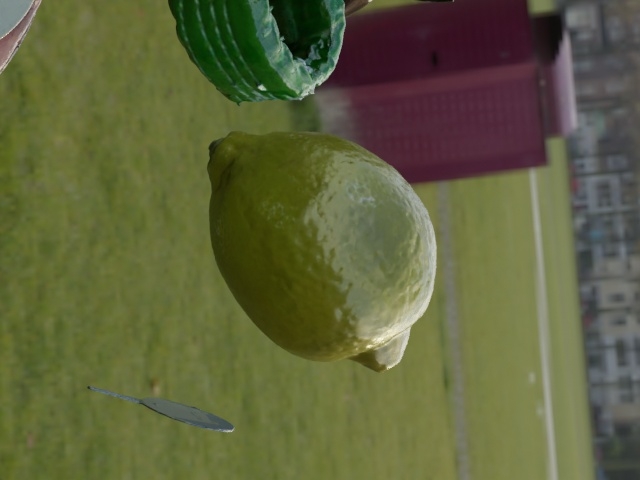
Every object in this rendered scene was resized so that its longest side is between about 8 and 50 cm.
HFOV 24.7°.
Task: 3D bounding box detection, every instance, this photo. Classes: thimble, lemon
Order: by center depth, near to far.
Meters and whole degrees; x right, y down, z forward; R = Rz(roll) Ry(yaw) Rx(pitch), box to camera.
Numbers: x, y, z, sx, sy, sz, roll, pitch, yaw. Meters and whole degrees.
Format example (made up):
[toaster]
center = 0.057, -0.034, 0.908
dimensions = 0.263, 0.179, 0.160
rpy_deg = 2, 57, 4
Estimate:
[thimble]
center = -0.043, -0.164, 1.056
dimensions = 0.118, 0.090, 0.130
rpy_deg = -32, 116, -53
[lemon]
center = 0.000, 0.000, 1.250
dimensions = 0.248, 0.184, 0.184
rpy_deg = 52, 13, -2

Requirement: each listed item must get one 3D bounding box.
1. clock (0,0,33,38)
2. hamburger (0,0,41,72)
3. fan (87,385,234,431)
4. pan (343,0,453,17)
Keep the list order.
[clock]
center = -0.428, -0.316, 1.623
dimensions = 0.029, 0.235, 0.235
rpy_deg = -117, -166, -58
[hamburger]
center = -0.547, -0.352, 2.004
dimensions = 0.250, 0.330, 0.330
rpy_deg = 31, 46, -34
[fan]
center = -0.181, 0.190, 1.659
dimensions = 0.113, 0.175, 0.005
rpy_deg = -159, -93, -74
[pan]
center = 0.065, -0.263, 1.507
dimensions = 0.114, 0.212, 0.040
rpy_deg = 12, 79, -33
